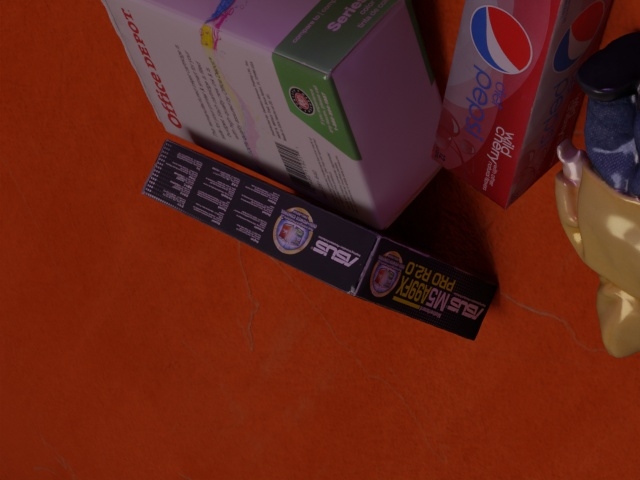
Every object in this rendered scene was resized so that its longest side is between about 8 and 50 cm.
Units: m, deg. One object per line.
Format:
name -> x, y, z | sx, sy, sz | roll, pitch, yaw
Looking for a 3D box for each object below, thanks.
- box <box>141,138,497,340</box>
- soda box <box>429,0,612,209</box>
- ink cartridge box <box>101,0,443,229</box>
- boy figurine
box -> 0.000, 0.000, 1.818 | 0.270, 0.060, 0.216 | 25, -178, 35
soda box -> 0.162, -0.150, 1.544 | 0.083, 0.092, 0.263 | 36, 145, 21
ink cartridge box -> -0.038, -0.154, 1.741 | 0.278, 0.117, 0.201 | 25, 152, 35
boy figurine -> 0.264, -0.016, 1.555 | 0.177, 0.092, 0.285 | 26, 141, 35
